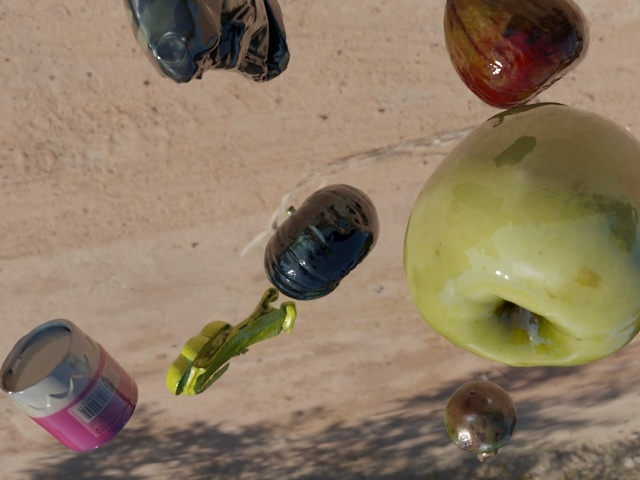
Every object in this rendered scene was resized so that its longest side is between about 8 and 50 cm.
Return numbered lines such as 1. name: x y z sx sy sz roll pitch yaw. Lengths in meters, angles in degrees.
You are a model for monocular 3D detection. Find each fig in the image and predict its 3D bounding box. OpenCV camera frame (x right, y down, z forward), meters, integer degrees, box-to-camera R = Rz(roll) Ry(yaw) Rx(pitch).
1. fig: 0.232 -0.306 1.099 0.191 0.290 0.190 -39 151 -28

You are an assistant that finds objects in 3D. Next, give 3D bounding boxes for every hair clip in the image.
1. hair clip: -0.093 0.103 0.796 0.173 0.046 0.072 -33 150 -45

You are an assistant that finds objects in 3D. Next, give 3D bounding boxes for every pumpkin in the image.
1. pumpkin: 0.000 0.000 1.178 0.202 0.140 0.202 -43 178 -2

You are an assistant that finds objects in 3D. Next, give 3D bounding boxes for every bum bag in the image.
1. bum bag: -0.098 -0.195 0.624 0.095 0.144 0.340 -26 -173 14

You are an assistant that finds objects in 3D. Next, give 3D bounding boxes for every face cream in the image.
1. face cream: -0.457 0.264 1.413 0.175 0.175 0.195 -20 127 15

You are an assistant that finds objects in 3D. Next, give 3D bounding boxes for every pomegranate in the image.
1. pomegranate: 0.269 0.297 1.280 0.130 0.130 0.130 -9 150 -5

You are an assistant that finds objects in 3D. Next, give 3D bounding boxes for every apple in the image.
1. apple: 0.214 -0.002 0.758 0.262 0.262 0.262 -9 150 -5
